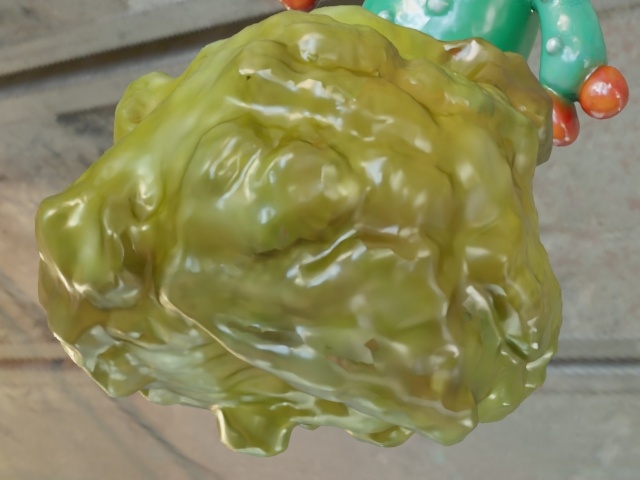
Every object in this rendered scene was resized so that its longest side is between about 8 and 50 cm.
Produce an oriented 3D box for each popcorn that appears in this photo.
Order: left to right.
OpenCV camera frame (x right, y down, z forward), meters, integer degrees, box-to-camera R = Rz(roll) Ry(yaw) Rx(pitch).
[{"bbox_3d":[-0.002,-0.005,0.454,0.197,0.156,0.197,1,167,0],"label":"popcorn"}]

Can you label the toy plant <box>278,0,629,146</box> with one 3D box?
[{"bbox_3d":[0.125,-0.233,0.908,0.279,0.185,0.400,27,107,7],"label":"toy plant"}]
